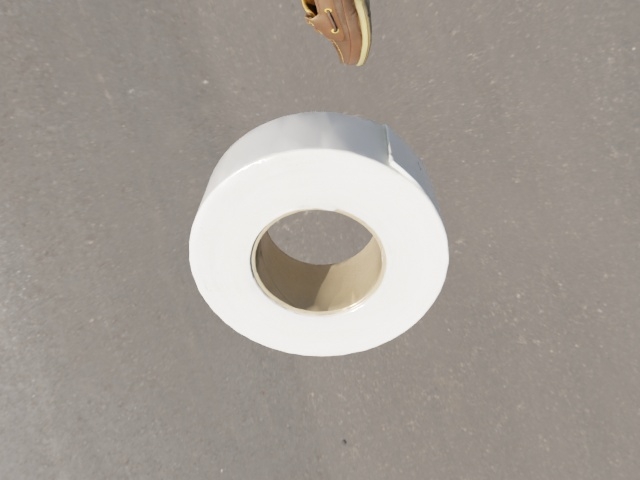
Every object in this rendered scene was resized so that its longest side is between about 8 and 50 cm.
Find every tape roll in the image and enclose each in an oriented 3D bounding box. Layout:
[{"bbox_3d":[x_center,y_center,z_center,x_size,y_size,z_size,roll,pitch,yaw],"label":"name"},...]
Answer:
[{"bbox_3d":[0.000,0.000,0.644,0.286,0.100,0.286,1,125,2],"label":"tape roll"}]

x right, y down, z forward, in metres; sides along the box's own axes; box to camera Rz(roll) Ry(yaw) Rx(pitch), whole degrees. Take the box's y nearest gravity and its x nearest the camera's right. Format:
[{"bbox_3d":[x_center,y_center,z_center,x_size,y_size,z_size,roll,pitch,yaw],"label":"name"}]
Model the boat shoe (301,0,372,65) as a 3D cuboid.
[{"bbox_3d":[0.013,-0.213,0.490,0.060,0.178,0.064,-5,77,5],"label":"boat shoe"}]
